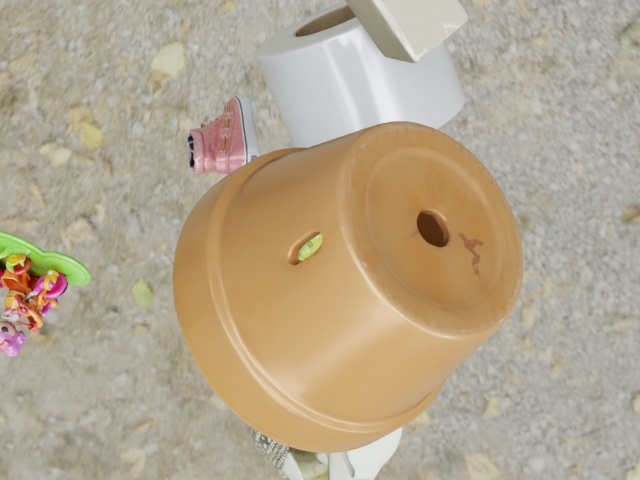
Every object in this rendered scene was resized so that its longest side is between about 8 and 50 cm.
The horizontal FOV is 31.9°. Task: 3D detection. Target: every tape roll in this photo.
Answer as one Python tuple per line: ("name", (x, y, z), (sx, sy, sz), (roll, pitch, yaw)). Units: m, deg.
("tape roll", (0.053, -0.224, 1.506), (0.246, 0.246, 0.169), (-21, 110, 8))

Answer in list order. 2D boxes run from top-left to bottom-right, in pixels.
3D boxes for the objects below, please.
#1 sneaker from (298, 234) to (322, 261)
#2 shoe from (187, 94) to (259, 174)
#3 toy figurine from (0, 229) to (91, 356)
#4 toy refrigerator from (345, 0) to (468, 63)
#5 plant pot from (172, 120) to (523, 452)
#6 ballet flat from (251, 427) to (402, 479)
("sneaker", (0.000, 0.000, 1.696), (0.385, 0.145, 0.147), (-35, 121, -29))
("shoe", (-0.125, -0.132, 1.381), (0.081, 0.178, 0.063), (0, 121, -11))
("toy figurine", (-0.387, 0.089, 1.366), (0.173, 0.159, 0.130), (10, 148, 14))
("toy refrigerator", (0.052, -0.339, 1.275), (0.094, 0.102, 0.269), (-41, 112, -5))
("plant pot", (0.041, 0.024, 1.005), (0.291, 0.291, 0.203), (35, 141, -17))
("ballet flat", (0.019, 0.210, 1.327), (0.164, 0.182, 0.483), (-13, 150, -19))
